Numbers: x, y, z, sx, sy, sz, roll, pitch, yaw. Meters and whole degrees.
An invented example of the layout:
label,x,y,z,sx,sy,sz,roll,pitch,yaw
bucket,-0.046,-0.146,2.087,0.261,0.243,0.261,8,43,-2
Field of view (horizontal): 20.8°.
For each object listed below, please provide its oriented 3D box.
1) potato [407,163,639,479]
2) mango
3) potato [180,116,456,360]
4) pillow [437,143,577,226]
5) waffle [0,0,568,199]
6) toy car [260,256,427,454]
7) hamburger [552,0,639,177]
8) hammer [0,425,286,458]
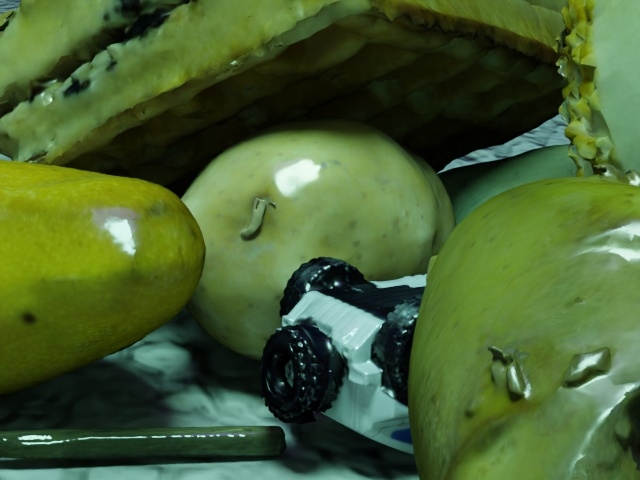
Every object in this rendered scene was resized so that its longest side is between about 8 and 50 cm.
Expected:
label,x,y,z,sx,sy,sz,roll,pitch,yaw
potato,0.105,0.060,0.523,0.173,0.140,0.300,40,15,-8
mango,-0.166,0.018,0.711,0.262,0.109,0.157,5,0,21
potato,0.000,0.000,0.792,0.109,0.118,0.178,43,13,12
pillow,0.199,-0.014,0.915,0.302,0.075,0.185,-10,22,-26
waffle,-0.006,-0.087,0.869,0.213,0.091,0.308,-24,-14,27
toy car,0.052,0.044,0.706,0.171,0.070,0.080,-8,19,-36
hamburger,0.242,-0.071,0.770,0.294,0.276,0.179,-46,7,-26
hammer,-0.157,0.078,0.657,0.292,0.029,0.058,1,18,-10
